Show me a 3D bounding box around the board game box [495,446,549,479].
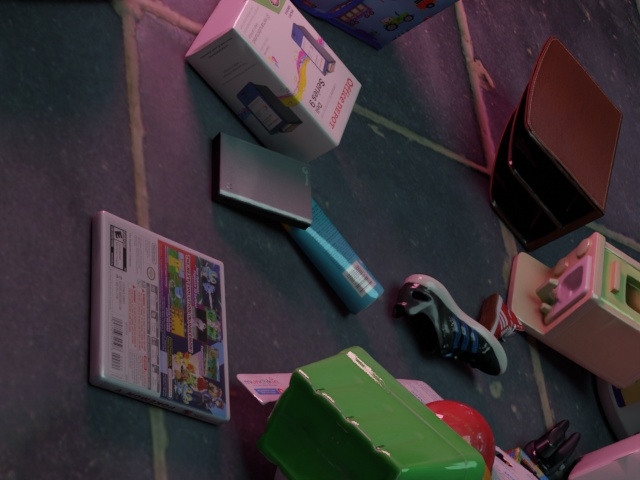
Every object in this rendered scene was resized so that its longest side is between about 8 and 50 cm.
[{"bbox_3d":[0.293,0.393,1.827,0.170,0.048,0.141,48,39,-21],"label":"board game box"}]

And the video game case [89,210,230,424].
[{"bbox_3d":[-0.174,0.086,1.448,0.183,0.023,0.201,26,48,-41],"label":"video game case"}]

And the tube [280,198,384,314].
[{"bbox_3d":[0.000,0.000,1.713,0.207,0.052,0.080,52,33,-4],"label":"tube"}]

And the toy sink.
[{"bbox_3d":[0.426,0.094,2.076,0.234,0.131,0.153,32,42,-13],"label":"toy sink"}]

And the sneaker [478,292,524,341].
[{"bbox_3d":[0.265,0.134,1.969,0.067,0.042,0.118,47,35,-16],"label":"sneaker"}]

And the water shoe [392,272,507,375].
[{"bbox_3d":[0.173,0.135,1.843,0.203,0.073,0.080,45,60,-18],"label":"water shoe"}]

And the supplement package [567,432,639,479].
[{"bbox_3d":[0.505,0.430,1.930,0.293,0.177,0.175,67,16,5],"label":"supplement package"}]

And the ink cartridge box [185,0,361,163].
[{"bbox_3d":[-0.056,-0.220,1.745,0.212,0.093,0.154,49,36,-22],"label":"ink cartridge box"}]

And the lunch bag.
[{"bbox_3d":[0.067,-0.416,1.921,0.293,0.221,0.138,12,59,-49],"label":"lunch bag"}]

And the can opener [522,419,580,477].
[{"bbox_3d":[0.346,0.305,1.949,0.059,0.073,0.186,60,24,10],"label":"can opener"}]

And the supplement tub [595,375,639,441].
[{"bbox_3d":[0.643,0.214,2.151,0.241,0.331,0.241,31,45,-38],"label":"supplement tub"}]

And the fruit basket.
[{"bbox_3d":[0.112,0.256,1.515,0.327,0.165,0.353,39,14,37],"label":"fruit basket"}]

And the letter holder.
[{"bbox_3d":[0.367,-0.171,2.215,0.214,0.152,0.302,47,37,-19],"label":"letter holder"}]

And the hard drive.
[{"bbox_3d":[-0.072,-0.073,1.661,0.135,0.022,0.094,19,52,-29],"label":"hard drive"}]
